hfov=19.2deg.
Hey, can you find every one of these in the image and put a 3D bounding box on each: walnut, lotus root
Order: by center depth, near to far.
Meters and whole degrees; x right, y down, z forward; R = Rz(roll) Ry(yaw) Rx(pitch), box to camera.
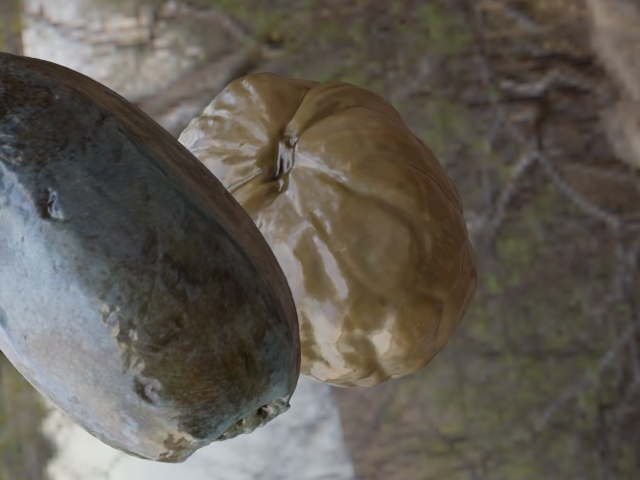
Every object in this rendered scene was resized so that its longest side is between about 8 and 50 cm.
[{"bbox_3d":[-0.138,-0.017,1.057,0.322,0.158,0.140,47,131,9],"label":"lotus root"},{"bbox_3d":[0.000,0.000,1.704,0.296,0.285,0.285,28,135,34],"label":"walnut"}]
